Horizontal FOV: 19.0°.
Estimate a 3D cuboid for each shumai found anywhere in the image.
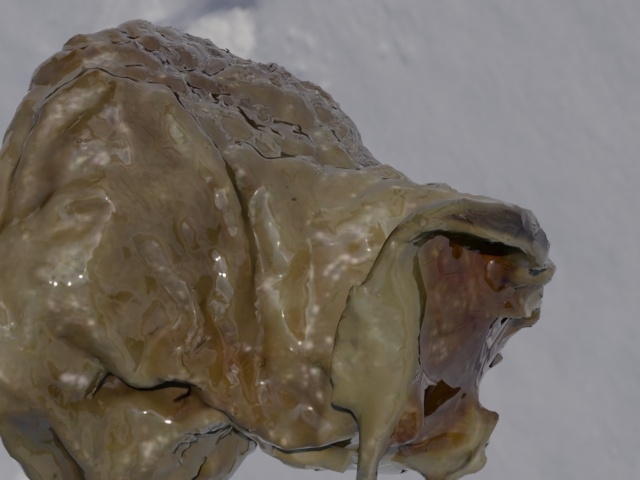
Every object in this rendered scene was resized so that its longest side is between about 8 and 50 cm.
[{"bbox_3d":[0.000,0.000,0.978,0.262,0.314,0.267,-5,120,22],"label":"shumai"}]
